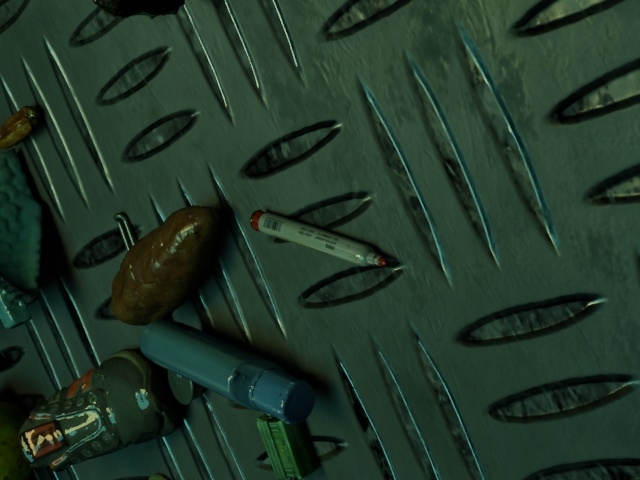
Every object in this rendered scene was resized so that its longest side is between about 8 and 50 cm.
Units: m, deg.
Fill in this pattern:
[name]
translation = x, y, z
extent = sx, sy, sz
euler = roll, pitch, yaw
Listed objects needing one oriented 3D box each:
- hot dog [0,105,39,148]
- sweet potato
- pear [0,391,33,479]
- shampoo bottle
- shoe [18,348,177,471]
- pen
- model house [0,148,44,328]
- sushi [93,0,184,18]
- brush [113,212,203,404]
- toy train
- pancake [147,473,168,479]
[hot dog]
translation = -0.414, -0.151, 2.085
extent = 0.037, 0.049, 0.122
euler = 33, 157, -19
[sweet potato]
translation = -0.185, 0.025, 1.844
extent = 0.097, 0.097, 0.252
euler = 56, 141, 14
[pear]
translation = -0.535, 0.340, 2.443
extent = 0.164, 0.238, 0.255
euler = 38, 120, -7
[shampoo bottle]
translation = -0.105, 0.157, 1.812
extent = 0.258, 0.104, 0.061
euler = 19, 88, 47
[shoe]
translation = -0.333, 0.250, 2.106
extent = 0.336, 0.171, 0.132
euler = -26, 89, 56
[pen]
translation = 0.000, 0.000, 1.636
extent = 0.218, 0.026, 0.026
euler = 18, 124, 47
[model house]
translation = -0.524, 0.034, 2.185
extent = 0.261, 0.226, 0.241
euler = -25, 91, 58
[sushi]
translation = -0.216, -0.344, 1.619
extent = 0.225, 0.136, 0.126
euler = 59, 137, 17
[brush]
translation = -0.213, 0.086, 1.980
extent = 0.062, 0.027, 0.266
euler = -21, 89, 55
[toy train]
translation = -0.038, 0.246, 1.829
extent = 0.056, 0.038, 0.093
euler = -8, 103, 48
[pancake]
translation = -0.217, 0.382, 2.169
extent = 0.108, 0.017, 0.108
euler = 28, 131, 37
